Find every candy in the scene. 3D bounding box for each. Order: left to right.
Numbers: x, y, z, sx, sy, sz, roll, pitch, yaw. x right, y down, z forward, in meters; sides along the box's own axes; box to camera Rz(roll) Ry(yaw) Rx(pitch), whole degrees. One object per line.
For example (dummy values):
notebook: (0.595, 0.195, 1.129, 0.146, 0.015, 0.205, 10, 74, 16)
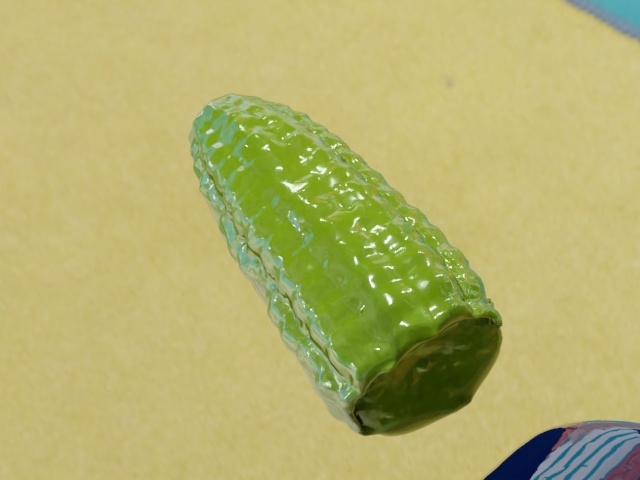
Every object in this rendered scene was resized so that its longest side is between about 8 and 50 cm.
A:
candy: (0.000, 0.000, 0.805, 0.096, 0.097, 0.209, -33, 57, -10)

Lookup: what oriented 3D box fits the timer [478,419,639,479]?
timer: (0.210, 0.116, 0.675, 0.270, 0.270, 0.383, 24, 57, 34)
